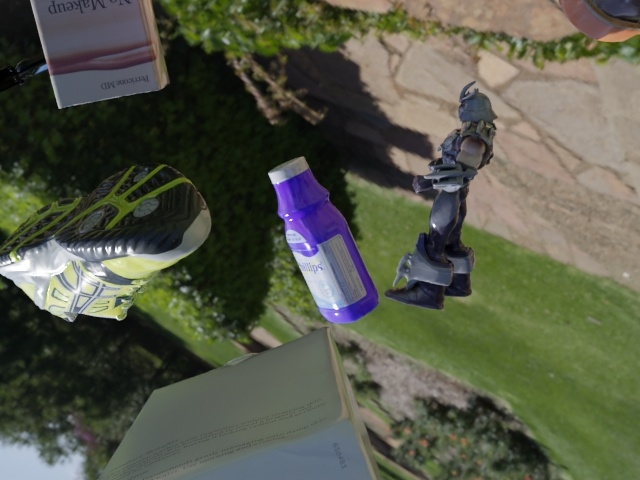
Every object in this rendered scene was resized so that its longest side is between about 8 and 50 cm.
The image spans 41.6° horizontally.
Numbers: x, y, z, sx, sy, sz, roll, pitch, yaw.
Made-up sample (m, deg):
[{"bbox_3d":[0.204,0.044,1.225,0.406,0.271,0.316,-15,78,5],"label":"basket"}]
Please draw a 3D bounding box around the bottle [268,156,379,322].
[{"bbox_3d":[0.000,0.000,1.416,0.118,0.092,0.283,0,117,60],"label":"bottle"}]

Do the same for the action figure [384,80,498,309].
[{"bbox_3d":[0.163,-0.058,1.058,0.099,0.285,0.185,16,-161,19],"label":"action figure"}]

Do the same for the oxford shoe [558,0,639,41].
[{"bbox_3d":[0.461,-0.328,1.074,0.132,0.363,0.130,-36,74,50],"label":"oxford shoe"}]

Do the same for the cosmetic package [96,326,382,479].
[{"bbox_3d":[-0.057,0.208,0.750,0.385,0.217,0.156,-93,-17,-87],"label":"cosmetic package"}]

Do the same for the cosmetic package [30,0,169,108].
[{"bbox_3d":[-0.316,-0.344,1.161,0.129,0.153,0.296,-107,5,-74],"label":"cosmetic package"}]

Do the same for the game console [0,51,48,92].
[{"bbox_3d":[-0.575,-0.329,1.641,0.213,0.361,0.044,4,123,55],"label":"game console"}]

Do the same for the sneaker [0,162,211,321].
[{"bbox_3d":[-0.249,0.014,1.033,0.384,0.145,0.147,-9,127,46],"label":"sneaker"}]
